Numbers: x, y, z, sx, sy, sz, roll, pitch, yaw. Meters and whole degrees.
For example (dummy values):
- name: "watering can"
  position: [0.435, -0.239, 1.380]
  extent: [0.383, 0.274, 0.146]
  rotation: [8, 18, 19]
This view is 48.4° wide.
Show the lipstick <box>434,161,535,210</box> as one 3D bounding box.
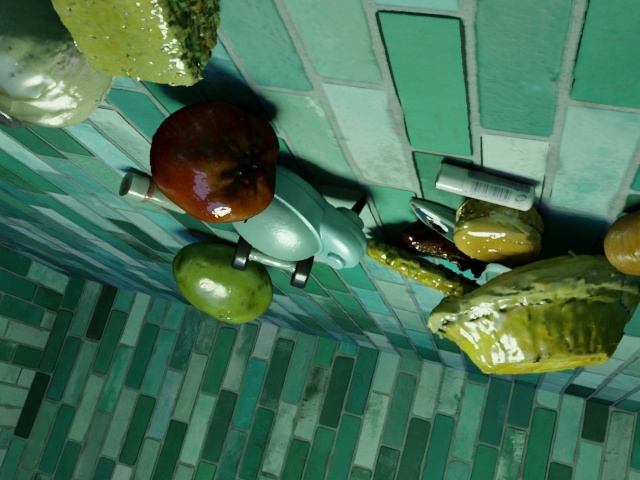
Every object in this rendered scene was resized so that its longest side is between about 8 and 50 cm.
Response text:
- name: "lipstick"
  position: [0.238, -0.078, 1.031]
  extent: [0.141, 0.040, 0.040]
  rotation: [15, 166, 3]

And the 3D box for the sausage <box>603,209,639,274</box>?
- name: "sausage"
  position: [0.452, -0.020, 0.906]
  extent: [0.108, 0.109, 0.270]
  rotation: [13, 166, 9]

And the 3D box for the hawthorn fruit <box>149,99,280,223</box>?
- name: "hawthorn fruit"
  position: [-0.166, -0.114, 1.038]
  extent: [0.202, 0.185, 0.185]
  rotation: [6, 163, 35]

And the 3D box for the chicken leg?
- name: "chicken leg"
  position: [0.230, 0.012, 1.308]
  extent: [0.234, 0.063, 0.105]
  rotation: [22, -179, -24]

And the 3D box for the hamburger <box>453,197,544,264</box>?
- name: "hamburger"
  position: [0.283, -0.014, 1.139]
  extent: [0.138, 0.083, 0.147]
  rotation: [6, 159, 31]

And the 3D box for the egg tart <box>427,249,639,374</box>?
- name: "egg tart"
  position: [0.383, 0.143, 1.242]
  extent: [0.387, 0.169, 0.388]
  rotation: [-7, 162, -2]

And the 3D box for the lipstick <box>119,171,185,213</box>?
- name: "lipstick"
  position: [-0.339, -0.095, 1.555]
  extent: [0.186, 0.057, 0.063]
  rotation: [19, 166, -36]

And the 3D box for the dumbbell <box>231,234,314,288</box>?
- name: "dumbbell"
  position: [-0.117, 0.047, 1.751]
  extent: [0.191, 0.100, 0.100]
  rotation: [16, 166, -4]

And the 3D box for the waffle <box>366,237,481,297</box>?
- name: "waffle"
  position: [0.207, 0.061, 1.442]
  extent: [0.291, 0.051, 0.291]
  rotation: [25, 179, 0]

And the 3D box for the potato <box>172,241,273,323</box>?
- name: "potato"
  position: [-0.263, 0.112, 1.949]
  extent: [0.304, 0.216, 0.216]
  rotation: [39, 155, -31]

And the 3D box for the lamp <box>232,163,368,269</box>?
- name: "lamp"
  position: [-0.050, -0.040, 1.259]
  extent: [0.284, 0.147, 0.209]
  rotation: [16, 163, -3]

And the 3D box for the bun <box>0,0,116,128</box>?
- name: "bun"
  position: [-0.376, -0.233, 0.857]
  extent: [0.273, 0.168, 0.273]
  rotation: [22, 169, 5]

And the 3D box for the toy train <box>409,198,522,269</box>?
- name: "toy train"
  position: [0.257, -0.009, 1.252]
  extent: [0.252, 0.048, 0.055]
  rotation: [21, 162, -20]

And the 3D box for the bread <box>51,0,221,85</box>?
- name: "bread"
  position: [-0.186, -0.247, 0.722]
  extent: [0.138, 0.102, 0.196]
  rotation: [11, 162, 9]
